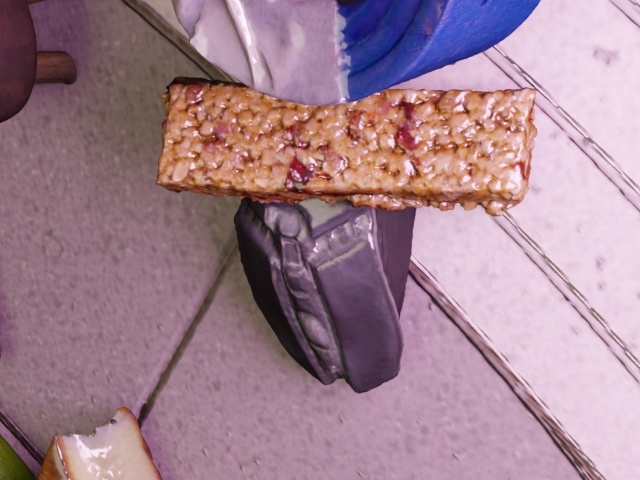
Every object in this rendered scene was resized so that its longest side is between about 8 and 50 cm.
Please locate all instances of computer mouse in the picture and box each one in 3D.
[{"bbox_3d":[0.000,0.000,0.711,0.105,0.062,0.192,8,111,34],"label":"computer mouse"}]

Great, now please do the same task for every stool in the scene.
[{"bbox_3d":[-0.252,-0.125,0.823,0.217,0.121,0.125,-19,97,40],"label":"stool"}]

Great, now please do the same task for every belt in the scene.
[{"bbox_3d":[0.004,-0.241,0.572,0.212,0.117,0.347,6,111,36],"label":"belt"}]

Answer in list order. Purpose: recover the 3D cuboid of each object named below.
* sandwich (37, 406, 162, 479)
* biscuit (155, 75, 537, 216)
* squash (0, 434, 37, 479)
[{"bbox_3d":[-0.145,0.250,0.911,0.096,0.094,0.258,-13,98,37],"label":"sandwich"},{"bbox_3d":[0.010,-0.049,0.648,0.199,0.034,0.064,4,83,16],"label":"biscuit"},{"bbox_3d":[-0.307,0.165,1.013,0.292,0.082,0.082,38,128,22],"label":"squash"}]
